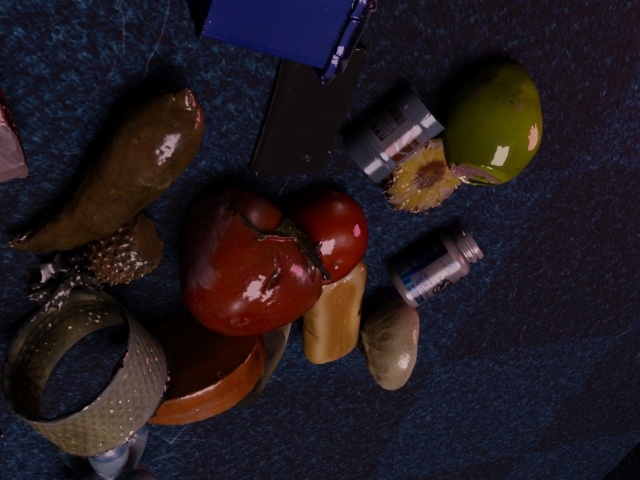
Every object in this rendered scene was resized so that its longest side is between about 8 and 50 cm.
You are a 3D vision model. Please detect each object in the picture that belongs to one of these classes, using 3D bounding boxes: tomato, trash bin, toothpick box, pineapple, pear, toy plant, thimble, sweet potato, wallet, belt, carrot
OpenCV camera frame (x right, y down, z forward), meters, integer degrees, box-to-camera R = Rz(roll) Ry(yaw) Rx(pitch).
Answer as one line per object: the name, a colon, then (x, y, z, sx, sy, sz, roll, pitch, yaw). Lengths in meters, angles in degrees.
tomato: (0.000, 0.000, 1.688, 0.195, 0.136, 0.195, -17, 141, -14)
trash bin: (-0.061, -0.328, 1.247, 0.234, 0.163, 0.184, 4, 134, -28)
toothpick box: (0.128, -0.185, 1.575, 0.153, 0.101, 0.101, -39, 142, 15)
pineapple: (0.201, -0.138, 1.732, 0.221, 0.047, 0.221, -19, 141, -17)
pear: (0.312, -0.211, 1.605, 0.187, 0.187, 0.220, 37, 70, -51)
toy plant: (-0.452, 0.509, 1.951, 0.247, 0.247, 0.332, -12, 139, -20)
thimble: (-0.415, 0.230, 1.599, 0.270, 0.271, 0.150, -28, 141, 0)
pineapple: (-0.393, 0.043, 1.533, 0.251, 0.125, 0.125, -26, 145, 15)
sweet potato: (-0.319, -0.092, 1.398, 0.422, 0.131, 0.130, -37, 143, 26)
tomato: (-0.146, 0.075, 1.573, 0.308, 0.170, 0.309, 9, 128, 11)
wallet: (-0.023, -0.215, 1.507, 0.145, 0.030, 0.285, -3, 138, -24)
belt: (-0.477, -0.153, 1.212, 0.124, 0.128, 0.201, -18, 139, -12)
carrot: (-0.253, 0.234, 1.723, 0.307, 0.258, 0.100, -20, 124, -15)

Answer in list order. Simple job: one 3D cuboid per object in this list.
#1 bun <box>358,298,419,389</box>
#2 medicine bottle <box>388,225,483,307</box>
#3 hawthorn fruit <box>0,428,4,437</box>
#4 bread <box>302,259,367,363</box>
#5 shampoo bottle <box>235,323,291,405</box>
bun: (0.142, 0.229, 2.018, 0.127, 0.222, 0.222, 13, 133, -8)
medicine bottle: (0.248, 0.053, 1.932, 0.191, 0.107, 0.107, -34, 143, 8)
hawthorn fruit: (-0.740, 0.437, 1.631, 0.315, 0.316, 0.316, -17, 142, -14)
bread: (0.021, 0.143, 1.909, 0.141, 0.091, 0.305, -17, 142, -18)
shampoo bottle: (-0.130, 0.214, 1.909, 0.125, 0.084, 0.350, 2, 134, -31)
